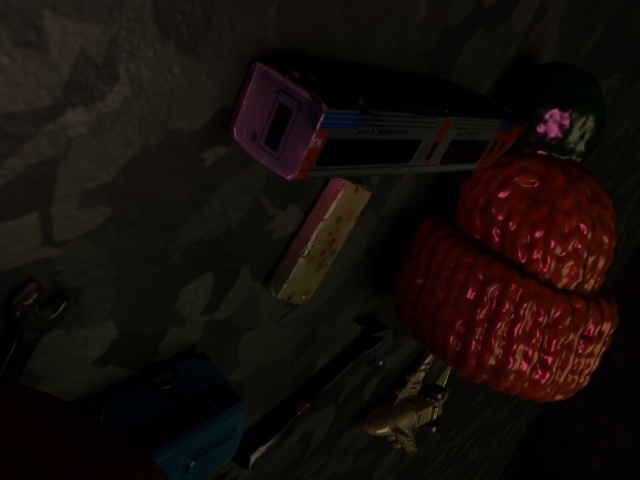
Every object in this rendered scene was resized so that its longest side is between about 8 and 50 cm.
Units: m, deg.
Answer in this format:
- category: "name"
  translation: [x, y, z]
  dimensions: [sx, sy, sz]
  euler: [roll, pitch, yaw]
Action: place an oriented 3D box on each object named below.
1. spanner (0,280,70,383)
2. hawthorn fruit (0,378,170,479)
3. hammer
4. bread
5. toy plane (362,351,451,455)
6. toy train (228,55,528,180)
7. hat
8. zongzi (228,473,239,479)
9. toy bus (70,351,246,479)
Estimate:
- category: "spanner"
  translation: [-0.261, 0.139, 0.588]
  dimensions: [0.054, 0.015, 0.255]
  euler: [6, 118, -58]
- category: "hawthorn fruit"
  translation: [-0.221, 0.255, 0.426]
  dimensions: [0.402, 0.402, 0.403]
  euler: [-37, 149, -27]
- category: "hammer"
  translation: [-0.005, 0.209, 1.032]
  dimensions: [0.289, 0.037, 0.137]
  euler: [-37, 149, -27]
- category: "bread"
  translation: [0.000, 0.000, 0.808]
  dimensions: [0.154, 0.028, 0.068]
  euler: [-58, 150, 8]
- category: "toy plane"
  translation: [0.164, 0.302, 1.345]
  dimensions: [0.244, 0.092, 0.229]
  euler: [-16, 120, -52]
- category: "toy train"
  translation: [0.083, -0.111, 0.739]
  dimensions: [0.409, 0.086, 0.089]
  euler: [-8, 131, -53]
- category: "hat"
  translation: [0.288, -0.009, 0.975]
  dimensions: [0.400, 0.285, 0.285]
  euler: [-61, 151, 6]
- category: "zongzi"
  translation: [-0.157, 0.370, 0.993]
  dimensions: [0.104, 0.052, 0.113]
  euler: [-57, 169, 31]
- category: "toy bus"
  translation: [-0.160, 0.190, 0.706]
  dimensions: [0.184, 0.106, 0.090]
  euler: [-23, 138, -43]
